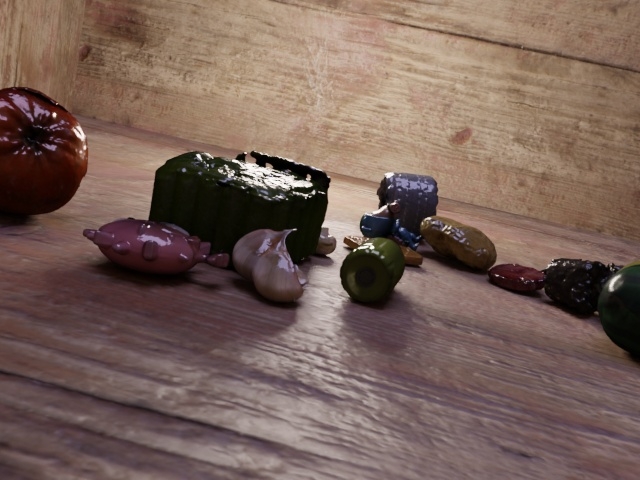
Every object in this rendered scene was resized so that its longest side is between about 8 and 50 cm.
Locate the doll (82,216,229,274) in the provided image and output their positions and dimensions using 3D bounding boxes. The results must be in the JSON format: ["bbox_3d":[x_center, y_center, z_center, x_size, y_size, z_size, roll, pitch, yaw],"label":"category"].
[{"bbox_3d":[-0.291,0.012,1.112,0.262,0.093,0.211,11,5,10],"label":"doll"}]

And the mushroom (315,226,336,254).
[{"bbox_3d":[0.000,0.000,1.524,0.084,0.067,0.083,9,1,0],"label":"mushroom"}]

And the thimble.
[{"bbox_3d":[0.268,-0.115,1.995,0.172,0.205,0.236,10,9,-2],"label":"thimble"}]

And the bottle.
[{"bbox_3d":[0.119,0.050,1.300,0.112,0.112,0.260,15,12,13],"label":"bottle"}]

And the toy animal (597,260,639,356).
[{"bbox_3d":[0.690,0.129,1.292,0.338,0.215,0.191,-9,12,-42],"label":"toy animal"}]

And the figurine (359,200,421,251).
[{"bbox_3d":[0.205,-0.044,1.781,0.178,0.144,0.114,25,17,5],"label":"figurine"}]

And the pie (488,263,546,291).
[{"bbox_3d":[0.507,0.095,1.617,0.155,0.036,0.154,1,15,0],"label":"pie"}]

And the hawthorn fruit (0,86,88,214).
[{"bbox_3d":[-0.653,-0.184,1.319,0.308,0.275,0.276,2,2,44],"label":"hawthorn fruit"}]

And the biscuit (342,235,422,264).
[{"bbox_3d":[0.165,0.026,1.659,0.221,0.028,0.142,15,13,16],"label":"biscuit"}]

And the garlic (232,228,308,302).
[{"bbox_3d":[-0.086,0.046,1.138,0.124,0.099,0.174,-15,36,-24],"label":"garlic"}]

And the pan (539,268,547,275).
[{"bbox_3d":[0.617,0.115,1.691,0.235,0.028,0.136,-6,20,-29],"label":"pan"}]

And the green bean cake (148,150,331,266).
[{"bbox_3d":[-0.164,-0.076,1.366,0.335,0.218,0.319,14,12,17],"label":"green bean cake"}]

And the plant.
[{"bbox_3d":[0.642,0.108,1.484,0.131,0.142,0.203,23,-1,-36],"label":"plant"}]

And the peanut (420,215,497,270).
[{"bbox_3d":[0.392,0.006,1.766,0.197,0.110,0.233,19,5,-42],"label":"peanut"}]
